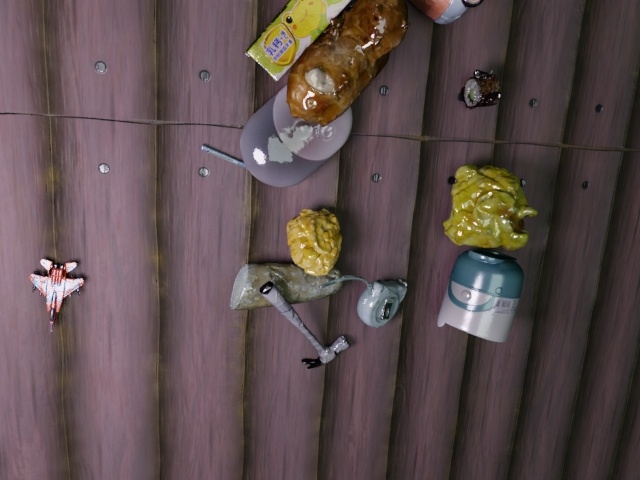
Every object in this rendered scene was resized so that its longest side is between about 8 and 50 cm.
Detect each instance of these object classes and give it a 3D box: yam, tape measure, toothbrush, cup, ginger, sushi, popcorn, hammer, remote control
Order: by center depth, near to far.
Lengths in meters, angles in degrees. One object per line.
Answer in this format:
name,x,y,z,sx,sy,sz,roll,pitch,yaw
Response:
ginger,0.073,-0.464,1.258,0.176,0.254,0.418,42,71,6
remote control,-0.062,-0.291,1.380,0.332,0.103,0.221,-42,103,-1
toothbrush,-0.220,-0.213,1.401,0.220,0.016,0.019,20,96,-19
popcorn,-0.017,-0.008,1.427,0.164,0.140,0.194,27,55,-8
yam,-0.090,0.122,1.460,0.331,0.133,0.133,-2,104,-19
hammer,-0.050,0.237,1.469,0.152,0.044,0.426,-34,133,-3
tape measure,0.123,0.182,1.499,0.330,0.084,0.163,3,105,-45
sushi,0.467,-0.437,1.499,0.084,0.094,0.097,-9,89,-17
popcorn,0.500,-0.101,1.523,0.242,0.235,0.249,6,90,1
cup,0.521,0.166,1.613,0.290,0.219,0.257,3,104,-47

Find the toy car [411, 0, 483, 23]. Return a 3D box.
toy car,0.340,-0.725,1.355,0.213,0.180,0.270,26,96,-10

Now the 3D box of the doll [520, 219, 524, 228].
doll,0.623,-0.028,1.651,0.078,0.076,0.113,-1,103,-6

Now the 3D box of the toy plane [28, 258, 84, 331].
toy plane,-0.688,0.143,1.337,0.130,0.061,0.189,7,106,-18

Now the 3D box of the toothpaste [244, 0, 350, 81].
toothpaste,-0.041,-0.557,1.284,0.110,0.077,0.327,40,110,-21

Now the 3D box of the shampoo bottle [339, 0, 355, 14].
shampoo bottle,0.106,-0.762,1.325,0.134,0.078,0.359,23,96,-20
